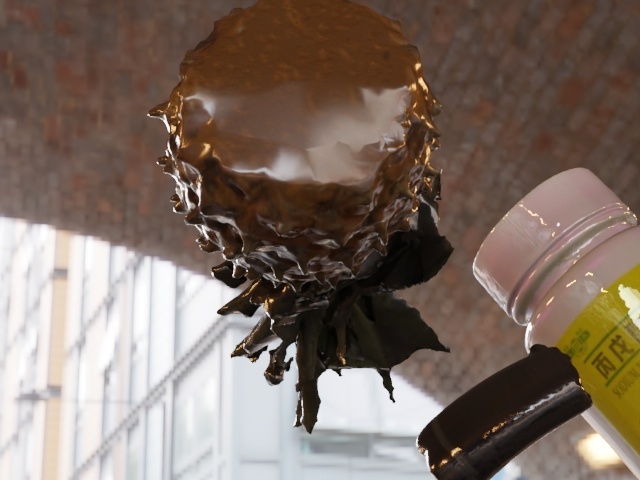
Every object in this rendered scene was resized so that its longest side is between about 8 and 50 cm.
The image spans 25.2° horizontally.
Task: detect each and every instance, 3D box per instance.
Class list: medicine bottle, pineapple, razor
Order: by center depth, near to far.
[{"bbox_3d":[0.002,-0.003,0.876,0.165,0.166,0.364,-3,-26,5],"label":"pineapple"},{"bbox_3d":[0.151,0.147,1.185,0.148,0.090,0.054,-36,-67,2],"label":"razor"},{"bbox_3d":[0.357,0.112,1.578,0.213,0.379,0.213,-32,-27,-18],"label":"medicine bottle"}]
